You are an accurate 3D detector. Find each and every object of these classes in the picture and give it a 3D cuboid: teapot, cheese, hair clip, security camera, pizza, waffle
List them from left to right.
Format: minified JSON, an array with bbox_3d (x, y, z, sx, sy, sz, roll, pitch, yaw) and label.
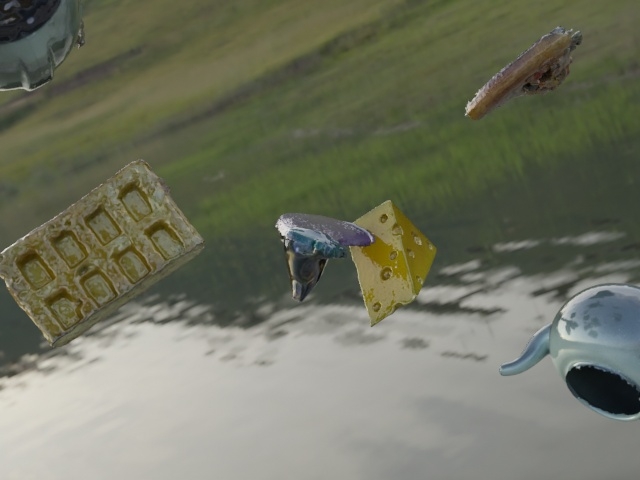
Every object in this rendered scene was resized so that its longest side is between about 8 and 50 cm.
[{"bbox_3d":[-0.338,-0.266,1.082,0.197,0.277,0.191,-29,-9,-18],"label":"security camera"},{"bbox_3d":[-0.320,0.019,1.647,0.274,0.168,0.057,-36,-15,-14],"label":"waffle"},{"bbox_3d":[-0.002,-0.001,1.571,0.110,0.095,0.358,-16,9,12],"label":"hair clip"},{"bbox_3d":[0.108,0.049,1.705,0.093,0.126,0.171,-31,30,26],"label":"cheese"},{"bbox_3d":[0.292,-0.217,1.533,0.185,0.052,0.195,-38,-12,27],"label":"pizza"},{"bbox_3d":[0.376,0.146,1.404,0.294,0.193,0.129,10,53,39],"label":"teapot"}]

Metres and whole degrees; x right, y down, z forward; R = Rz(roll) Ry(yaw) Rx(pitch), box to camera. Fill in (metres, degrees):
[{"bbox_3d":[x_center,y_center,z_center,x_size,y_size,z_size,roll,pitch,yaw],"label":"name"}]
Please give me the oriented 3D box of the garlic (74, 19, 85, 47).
[{"bbox_3d":[-0.489,-0.367,1.885,0.207,0.207,0.257,-27,3,-19],"label":"garlic"}]
